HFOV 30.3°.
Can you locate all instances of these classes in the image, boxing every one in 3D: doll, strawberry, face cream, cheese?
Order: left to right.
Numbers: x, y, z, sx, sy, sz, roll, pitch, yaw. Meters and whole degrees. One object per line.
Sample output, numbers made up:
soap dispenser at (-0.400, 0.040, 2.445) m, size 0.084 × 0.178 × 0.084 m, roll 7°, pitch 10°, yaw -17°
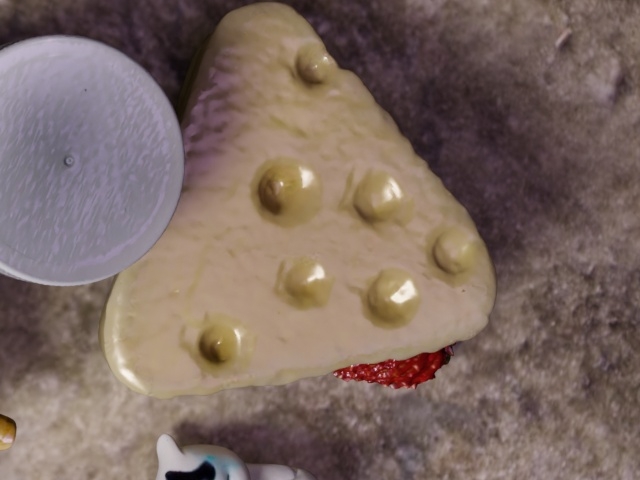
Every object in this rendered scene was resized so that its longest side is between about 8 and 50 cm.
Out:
face cream at (-0.239, -0.066, 0.993) m, size 0.201 × 0.187 × 0.201 m, roll -2°, pitch 94°, yaw -30°
doll at (-0.082, 0.261, 1.148) m, size 0.180 × 0.107 × 0.110 m, roll 24°, pitch 73°, yaw -29°
cheese at (0.000, -0.001, 1.131) m, size 0.383 × 0.104 × 0.384 m, roll 1°, pitch 86°, yaw -13°
strawberry at (0.060, 0.091, 1.232) m, size 0.208 × 0.087 × 0.167 m, roll -15°, pitch 101°, yaw -27°

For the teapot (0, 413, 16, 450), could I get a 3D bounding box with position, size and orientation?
teapot at (-0.401, 0.133, 0.942) m, size 0.311 × 0.167 × 0.203 m, roll 9°, pitch 60°, yaw -12°
